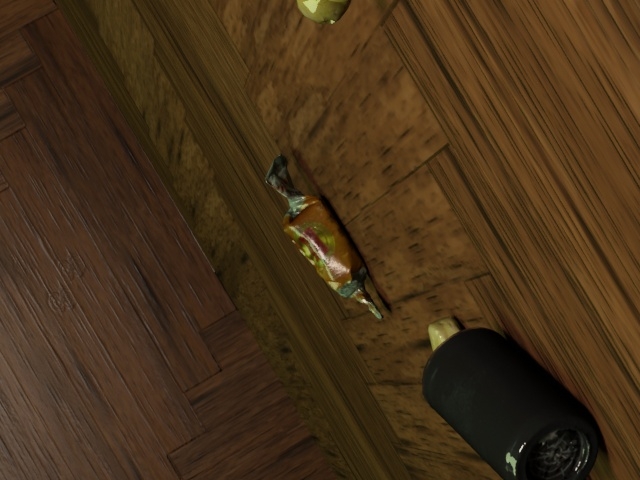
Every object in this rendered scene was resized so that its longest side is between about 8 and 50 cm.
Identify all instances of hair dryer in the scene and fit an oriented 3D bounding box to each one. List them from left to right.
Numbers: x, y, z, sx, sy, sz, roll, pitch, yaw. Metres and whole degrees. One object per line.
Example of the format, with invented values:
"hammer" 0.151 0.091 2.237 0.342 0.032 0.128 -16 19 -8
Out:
"hair dryer" 0.169 0.179 1.062 0.255 0.070 0.128 56 174 -30

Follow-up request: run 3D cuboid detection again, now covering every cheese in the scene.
"cheese" 0.107 0.098 1.191 0.044 0.030 0.083 -122 12 -58

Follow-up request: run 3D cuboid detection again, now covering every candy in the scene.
"candy" 0.000 0.000 1.425 0.182 0.046 0.053 57 173 7

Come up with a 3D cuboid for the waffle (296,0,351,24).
"waffle" -0.033 -0.242 0.772 0.282 0.058 0.301 58 172 22
